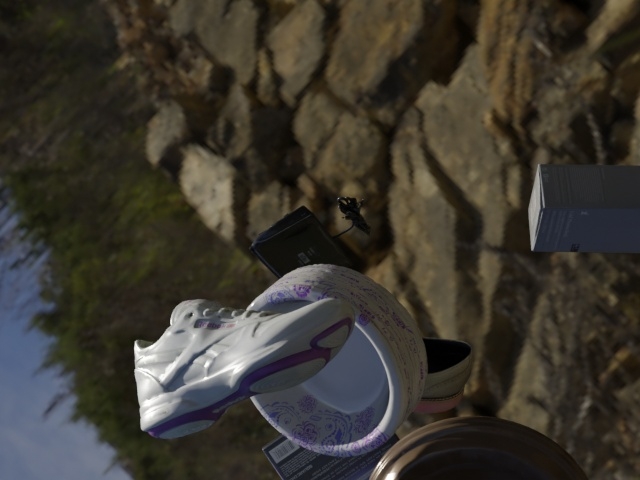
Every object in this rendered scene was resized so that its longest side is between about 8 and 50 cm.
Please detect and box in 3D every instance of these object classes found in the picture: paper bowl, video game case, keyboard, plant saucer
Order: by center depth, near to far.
[{"bbox_3d":[0.183,0.333,1.487,0.278,0.278,0.041,43,-158,-7],"label":"plant saucer"},{"bbox_3d":[0.026,0.168,1.938,0.284,0.284,0.148,45,-140,4],"label":"paper bowl"},{"bbox_3d":[0.061,0.398,2.118,0.274,0.196,0.026,56,177,-4],"label":"video game case"},{"bbox_3d":[0.000,0.000,2.220,0.033,0.201,0.317,62,-176,20],"label":"keyboard"}]

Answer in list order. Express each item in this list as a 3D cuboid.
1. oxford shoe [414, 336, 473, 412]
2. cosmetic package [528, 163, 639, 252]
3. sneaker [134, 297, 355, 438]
[{"bbox_3d":[0.074,0.213,2.242,0.396,0.147,0.141,-2,-130,-17],"label":"oxford shoe"},{"bbox_3d":[0.467,-0.051,2.114,0.127,0.237,0.107,88,-175,-53],"label":"cosmetic package"},{"bbox_3d":[-0.103,0.117,1.503,0.114,0.305,0.152,21,-133,-58],"label":"sneaker"}]
